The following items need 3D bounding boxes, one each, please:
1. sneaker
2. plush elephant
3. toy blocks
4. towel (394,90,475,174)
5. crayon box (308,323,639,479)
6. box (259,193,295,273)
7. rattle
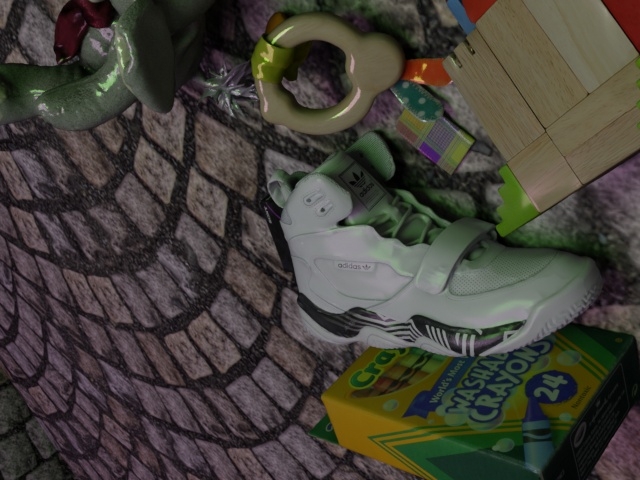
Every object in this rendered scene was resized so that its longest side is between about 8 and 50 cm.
[{"bbox_3d":[0.094,-0.001,0.865,0.366,0.137,0.210,-5,115,42],"label":"sneaker"},{"bbox_3d":[-0.203,-0.255,0.862,0.330,0.272,0.255,16,156,-2],"label":"plush elephant"},{"bbox_3d":[0.197,-0.203,0.568,0.261,0.190,0.381,58,145,8],"label":"toy blocks"},{"bbox_3d":[0.116,-0.111,0.857,0.083,0.009,0.060,41,144,10],"label":"towel"},{"bbox_3d":[0.150,0.162,0.907,0.323,0.203,0.083,8,128,43],"label":"crayon box"},{"bbox_3d":[0.000,0.000,1.071,0.162,0.029,0.116,11,130,43],"label":"box"},{"bbox_3d":[0.036,-0.182,0.859,0.199,0.143,0.130,-6,103,7],"label":"rattle"}]
